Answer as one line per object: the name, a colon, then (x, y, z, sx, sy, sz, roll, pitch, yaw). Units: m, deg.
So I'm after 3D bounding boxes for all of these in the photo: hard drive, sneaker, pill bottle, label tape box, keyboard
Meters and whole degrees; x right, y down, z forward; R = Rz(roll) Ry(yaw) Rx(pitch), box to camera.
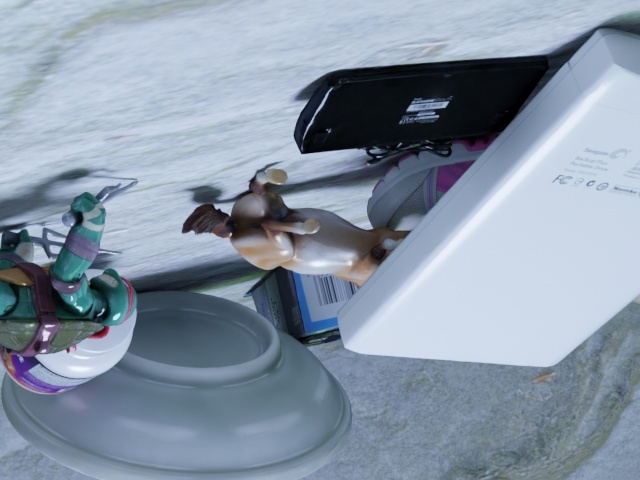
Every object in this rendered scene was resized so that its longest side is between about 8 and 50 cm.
hard drive: (0.198, -0.013, 1.024, 0.233, 0.047, 0.353, 7, 141, -31)
sneaker: (0.152, -0.036, 1.130, 0.252, 0.111, 0.103, -19, 171, 34)
pill bottle: (-0.247, 0.087, 1.293, 0.108, 0.108, 0.193, -10, 171, -28)
label tape box: (0.047, 0.074, 1.754, 0.241, 0.106, 0.334, -12, 172, -15)
keyboard: (0.059, -0.095, 0.889, 0.192, 0.038, 0.100, -8, 147, -35)

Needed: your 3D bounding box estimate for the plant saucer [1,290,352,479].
plant saucer: (-0.156, 0.143, 1.490, 0.400, 0.100, 0.400, 7, -159, -3)

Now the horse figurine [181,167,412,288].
horse figurine: (0.000, 0.000, 1.120, 0.263, 0.066, 0.174, 13, 164, -20)

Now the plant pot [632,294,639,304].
plant pot: (0.409, -0.016, 1.391, 0.274, 0.256, 0.256, 1, 175, 9)

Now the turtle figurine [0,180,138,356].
turtle figurine: (-0.208, 0.025, 0.930, 0.234, 0.118, 0.175, 0, 165, -42)
